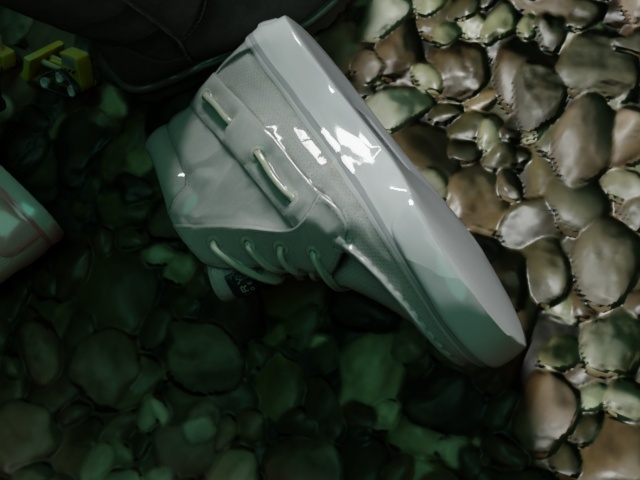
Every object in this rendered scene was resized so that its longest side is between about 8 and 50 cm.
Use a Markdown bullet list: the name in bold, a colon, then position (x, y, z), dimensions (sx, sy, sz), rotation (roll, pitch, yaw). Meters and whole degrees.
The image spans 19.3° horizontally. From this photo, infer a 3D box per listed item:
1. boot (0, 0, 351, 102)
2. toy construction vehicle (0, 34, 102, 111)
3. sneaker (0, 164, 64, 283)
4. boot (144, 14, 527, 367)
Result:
- **boot**: position (-0.083, -0.160, 1.032), dimensions (0.190, 0.208, 0.076), rotation (-33, 61, 7)
- **toy construction vehicle**: position (-0.195, -0.106, 1.134), dimensions (0.098, 0.035, 0.086), rotation (21, 37, 35)
- **sneaker**: position (-0.218, -0.024, 1.120), dimensions (0.070, 0.051, 0.134), rotation (-45, 63, -6)
- **boot**: position (0.000, 0.000, 1.009), dimensions (0.123, 0.095, 0.258), rotation (-41, 52, 10)
